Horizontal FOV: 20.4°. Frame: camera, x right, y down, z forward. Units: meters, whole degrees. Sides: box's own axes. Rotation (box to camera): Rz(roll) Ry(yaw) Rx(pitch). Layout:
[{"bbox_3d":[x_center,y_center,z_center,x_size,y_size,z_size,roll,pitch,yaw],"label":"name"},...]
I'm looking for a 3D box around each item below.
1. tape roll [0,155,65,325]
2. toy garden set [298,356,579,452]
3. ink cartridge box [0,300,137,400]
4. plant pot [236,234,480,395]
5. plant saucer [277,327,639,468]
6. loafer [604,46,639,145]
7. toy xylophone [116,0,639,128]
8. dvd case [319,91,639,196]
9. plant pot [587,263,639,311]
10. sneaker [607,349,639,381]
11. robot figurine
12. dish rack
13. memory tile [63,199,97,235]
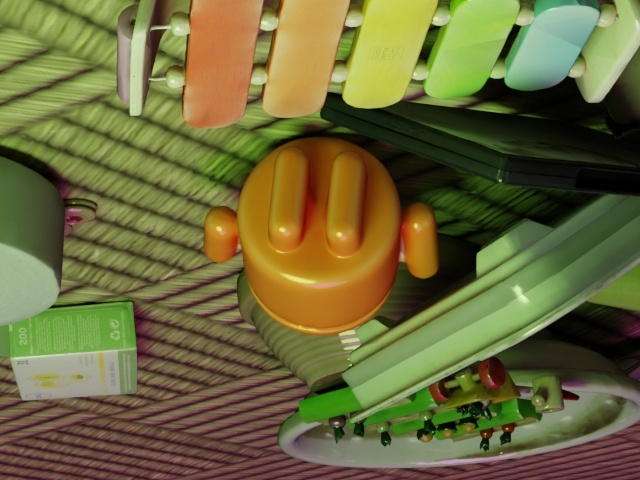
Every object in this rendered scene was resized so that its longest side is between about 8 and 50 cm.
[{"bbox_3d":[-0.308,0.001,1.370,0.219,0.072,0.219,0,157,0],"label":"tape roll"},{"bbox_3d":[0.136,0.164,1.664,0.203,0.049,0.244,-19,158,38],"label":"toy garden set"},{"bbox_3d":[-0.299,0.113,1.749,0.235,0.056,0.171,-4,161,-7],"label":"ink cartridge box"},{"bbox_3d":[0.044,0.080,1.651,0.237,0.110,0.237,-5,160,-2],"label":"plant pot"},{"bbox_3d":[0.150,0.159,1.903,0.400,0.101,0.400,-5,162,-2],"label":"plant saucer"},{"bbox_3d":[0.221,-0.110,1.171,0.087,0.094,0.251,-9,162,9],"label":"loafer"},{"bbox_3d":[0.033,-0.146,1.045,0.322,0.081,0.236,-5,160,0],"label":"toy xylophone"},{"bbox_3d":[0.150,-0.063,1.217,0.253,0.022,0.180,3,-166,-41],"label":"dvd case"},{"bbox_3d":[0.284,0.032,1.633,0.079,0.083,0.083,2,164,23],"label":"plant pot"},{"bbox_3d":[0.336,0.171,2.014,0.085,0.086,0.237,10,157,-39],"label":"sneaker"},{"bbox_3d":[0.002,0.001,1.384,0.158,0.128,0.219,-32,163,-10],"label":"robot figurine"},{"bbox_3d":[0.166,0.024,1.434,0.285,0.072,0.333,-33,177,-33],"label":"dish rack"},{"bbox_3d":[-0.264,-0.010,1.464,0.113,0.012,0.148,10,156,-36],"label":"memory tile"}]
